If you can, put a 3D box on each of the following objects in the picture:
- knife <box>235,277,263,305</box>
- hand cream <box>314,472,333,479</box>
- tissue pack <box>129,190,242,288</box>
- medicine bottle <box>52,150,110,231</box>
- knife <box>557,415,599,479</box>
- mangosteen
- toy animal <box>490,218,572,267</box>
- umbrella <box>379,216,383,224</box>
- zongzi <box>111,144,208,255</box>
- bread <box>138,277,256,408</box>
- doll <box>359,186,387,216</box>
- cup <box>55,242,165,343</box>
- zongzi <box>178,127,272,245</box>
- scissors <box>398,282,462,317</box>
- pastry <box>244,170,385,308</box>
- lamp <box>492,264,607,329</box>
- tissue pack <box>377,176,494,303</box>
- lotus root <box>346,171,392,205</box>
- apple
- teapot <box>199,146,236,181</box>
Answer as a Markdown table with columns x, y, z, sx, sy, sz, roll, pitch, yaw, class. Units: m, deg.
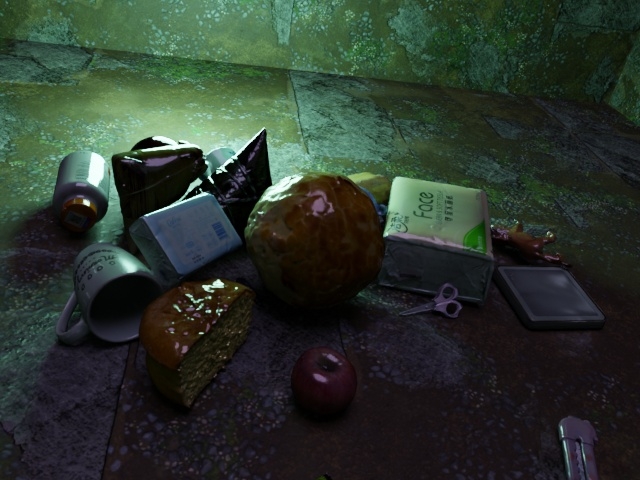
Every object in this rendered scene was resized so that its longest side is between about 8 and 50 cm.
| x | y | z | sx | sy | sz | roll | pitch | yaw | class |
| --- | --- | --- | --- | --- | --- | --- | --- | --- | --- |
| -0.196 | 0.142 | 1.645 | 0.031 | 0.018 | 0.121 | -11 | 39 | -40 | knife |
| -0.024 | 0.492 | 1.163 | 0.121 | 0.023 | 0.036 | -11 | 35 | -34 | hand cream |
| -0.333 | -0.007 | 1.496 | 0.177 | 0.089 | 0.263 | 58 | 34 | -1 | tissue pack |
| -0.725 | -0.145 | 1.807 | 0.156 | 0.157 | 0.289 | -1 | 35 | -17 | medicine bottle |
| 0.559 | 0.522 | 1.259 | 0.132 | 0.038 | 0.399 | 17 | 33 | 5 | knife |
| -0.497 | -0.235 | 1.927 | 0.265 | 0.228 | 0.228 | -25 | 46 | -24 | mangosteen |
| 0.672 | 0.009 | 1.991 | 0.157 | 0.097 | 0.312 | -13 | 27 | -28 | toy animal |
| 0.138 | -0.049 | 1.993 | 0.188 | 0.050 | 0.046 | -16 | 63 | -34 | umbrella |
| -0.457 | -0.124 | 1.752 | 0.273 | 0.300 | 0.145 | -13 | 10 | -29 | zongzi |
| -0.300 | 0.209 | 1.368 | 0.178 | 0.195 | 0.340 | 14 | 31 | 17 | bread |
| 0.057 | -0.077 | 1.861 | 0.313 | 0.177 | 0.141 | -5 | 3 | 23 | doll |
| -0.540 | 0.134 | 1.452 | 0.258 | 0.186 | 0.234 | -39 | 43 | -16 | cup |
| -0.265 | -0.147 | 1.764 | 0.383 | 0.363 | 0.319 | -7 | 19 | -21 | zongzi |
| 0.310 | 0.186 | 1.684 | 0.188 | 0.100 | 0.015 | -13 | -4 | -12 | scissors |
| 0.000 | 0.000 | 1.576 | 0.388 | 0.389 | 0.312 | -21 | 18 | -39 | pastry |
| 0.694 | 0.169 | 1.816 | 0.268 | 0.047 | 0.267 | 1 | 34 | -13 | lamp |
| 0.362 | -0.016 | 1.863 | 0.331 | 0.206 | 0.405 | 9 | 32 | 6 | tissue pack |
| 0.103 | -0.139 | 2.032 | 0.342 | 0.152 | 0.169 | -22 | 25 | -32 | lotus root |
| 0.007 | 0.321 | 1.340 | 0.153 | 0.120 | 0.153 | 12 | 32 | -8 | apple |
| -0.330 | -0.227 | 2.058 | 0.159 | 0.159 | 0.231 | 33 | 17 | 31 | teapot |
